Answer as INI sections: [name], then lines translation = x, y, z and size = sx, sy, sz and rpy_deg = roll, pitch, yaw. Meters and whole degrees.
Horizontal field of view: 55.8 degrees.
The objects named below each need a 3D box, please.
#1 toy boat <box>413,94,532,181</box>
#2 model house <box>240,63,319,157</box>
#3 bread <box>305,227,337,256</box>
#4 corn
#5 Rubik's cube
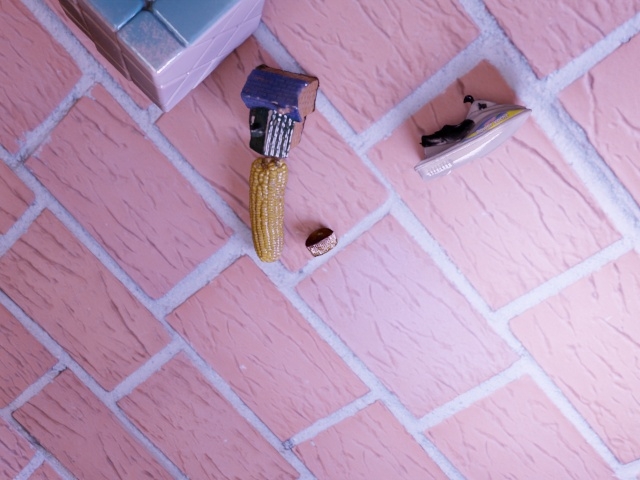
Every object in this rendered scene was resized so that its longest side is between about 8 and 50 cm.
[toy boat]
translation = 0.327, -0.236, 1.347
size = 0.269, 0.141, 0.141
rpy_deg = -41, 98, 23
[model house]
translation = -0.109, -0.296, 1.401
size = 0.166, 0.172, 0.183
rpy_deg = 14, 115, 7
[bread]
translation = 0.000, 0.000, 1.547
size = 0.085, 0.085, 0.053
rpy_deg = -23, 112, 21
[corn]
translation = -0.131, -0.075, 1.545
size = 0.101, 0.101, 0.292
rpy_deg = 6, 117, 11
[Rubik's cube]
translation = -0.324, -0.503, 1.227
size = 0.322, 0.319, 0.316
rpy_deg = -45, 98, -9
